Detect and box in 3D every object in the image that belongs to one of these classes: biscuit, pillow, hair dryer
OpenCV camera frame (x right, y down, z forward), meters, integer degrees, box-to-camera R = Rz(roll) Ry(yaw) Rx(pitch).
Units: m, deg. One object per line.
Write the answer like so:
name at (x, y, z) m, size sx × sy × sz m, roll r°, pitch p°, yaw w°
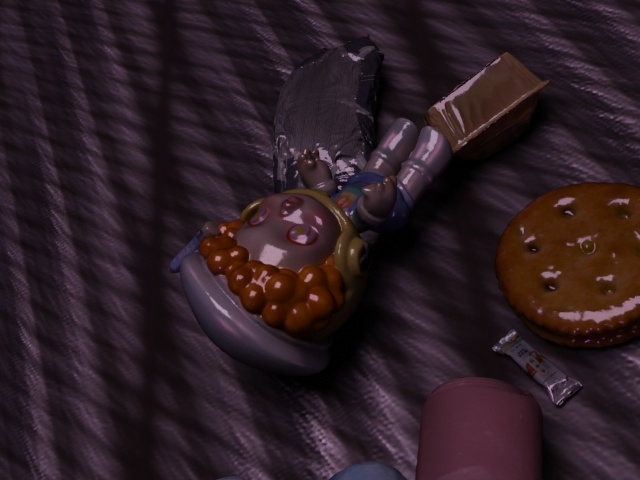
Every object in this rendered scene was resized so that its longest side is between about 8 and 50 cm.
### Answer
biscuit at (0.305, 0.021, 1.149) m, size 0.221 × 0.066 × 0.220 m, roll -15°, pitch 47°, yaw 16°
pillow at (0.014, -0.171, 1.461) m, size 0.162 × 0.092 × 0.335 m, roll -9°, pitch 48°, yaw 15°
hair dryer at (0.055, 0.272, 1.045) m, size 0.353 × 0.125 × 0.210 m, roll -14°, pitch 46°, yaw 27°

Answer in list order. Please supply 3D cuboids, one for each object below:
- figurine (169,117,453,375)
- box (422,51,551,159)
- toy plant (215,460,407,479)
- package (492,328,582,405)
figurine at (0.023, 0.011, 1.232) m, size 0.382 × 0.205 × 0.224 m, roll -33°, pitch 45°, yaw -13°
box at (0.216, -0.166, 1.341) m, size 0.177 × 0.111 × 0.111 m, roll -36°, pitch 44°, yaw -2°
toy plant at (-0.024, 0.328, 0.863) m, size 0.247 × 0.247 × 0.332 m, roll 37°, pitch 104°, yaw 44°
package at (0.235, 0.138, 1.123) m, size 0.037 × 0.015 × 0.110 m, roll -36°, pitch 45°, yaw -12°
